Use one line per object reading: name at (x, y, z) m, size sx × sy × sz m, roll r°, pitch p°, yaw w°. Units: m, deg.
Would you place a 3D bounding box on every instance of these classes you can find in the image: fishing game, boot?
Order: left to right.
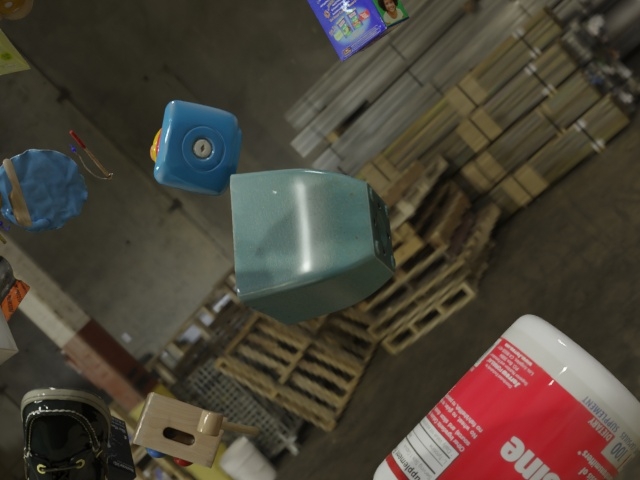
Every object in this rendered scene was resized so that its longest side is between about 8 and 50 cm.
fishing game at (-0.561, -0.103, 1.789) m, size 0.264 × 0.189 × 0.041 m, roll -34°, pitch 36°, yaw 2°
boot at (-0.253, 0.265, 0.876) m, size 0.236 × 0.085 × 0.178 m, roll 103°, pitch 165°, yaw -52°

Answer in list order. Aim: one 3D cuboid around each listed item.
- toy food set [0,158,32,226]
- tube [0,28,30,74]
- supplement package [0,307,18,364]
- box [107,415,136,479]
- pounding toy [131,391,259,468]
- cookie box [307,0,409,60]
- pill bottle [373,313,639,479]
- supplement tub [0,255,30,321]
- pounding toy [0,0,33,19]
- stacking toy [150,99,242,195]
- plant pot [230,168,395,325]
toy food set at (-0.576, -0.061, 1.391) m, size 0.218 × 0.128 × 0.071 m, roll -9°, pitch 7°, yaw -9°
tube at (-0.664, -0.413, 1.739) m, size 0.062 × 0.070 × 0.240 m, roll -49°, pitch -33°, yaw -20°
supplement package at (-0.658, 0.172, 1.385) m, size 0.293 × 0.177 × 0.175 m, roll -35°, pitch -22°, yaw 13°
box at (-0.485, 0.441, 1.879) m, size 0.093 × 0.156 × 0.158 m, roll -40°, pitch 43°, yaw 13°
pounding toy at (-0.195, 0.309, 1.388) m, size 0.206 × 0.181 × 0.094 m, roll 142°, pitch 148°, yaw -74°
cookie box at (0.034, -0.265, 0.971) m, size 0.040 × 0.107 × 0.092 m, roll -33°, pitch 5°, yaw -34°
pill bottle at (0.221, 0.315, 1.179) m, size 0.407 × 0.229 × 0.229 m, roll -47°, pitch 5°, yaw 0°
supplement tub at (-0.742, 0.066, 1.726) m, size 0.193 × 0.316 × 0.193 m, roll -49°, pitch 15°, yaw 18°
pounding toy at (-0.400, -0.275, 1.035) m, size 0.183 × 0.110 × 0.237 m, roll -55°, pitch -7°, yaw -14°
stacking toy at (-0.298, -0.187, 1.879) m, size 0.302 × 0.166 × 0.175 m, roll 6°, pitch 85°, yaw 62°
plant pot at (0.000, 0.000, 1.674) m, size 0.252 × 0.247 × 0.248 m, roll -12°, pitch -20°, yaw 17°
